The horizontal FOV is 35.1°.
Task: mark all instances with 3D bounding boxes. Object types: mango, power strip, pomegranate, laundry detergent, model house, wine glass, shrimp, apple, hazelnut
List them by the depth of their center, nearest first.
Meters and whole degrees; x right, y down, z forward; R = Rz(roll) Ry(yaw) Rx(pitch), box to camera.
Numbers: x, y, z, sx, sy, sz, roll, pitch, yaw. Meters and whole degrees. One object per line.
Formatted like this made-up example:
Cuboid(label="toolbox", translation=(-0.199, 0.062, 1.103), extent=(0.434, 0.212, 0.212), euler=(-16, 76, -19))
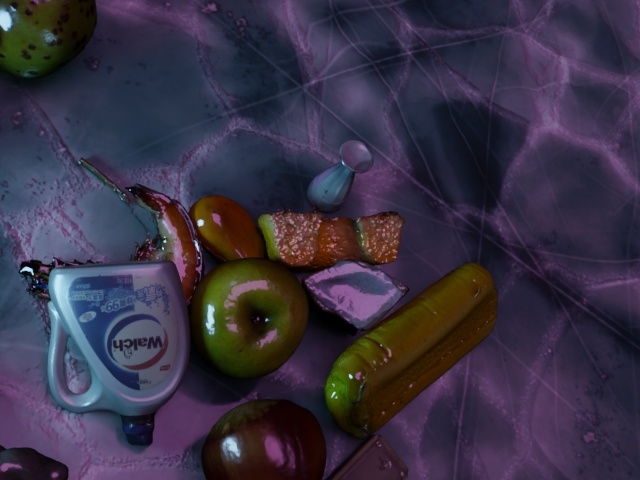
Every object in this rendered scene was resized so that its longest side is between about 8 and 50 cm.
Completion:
Cuboid(label="hazelnut", translation=(-0.079, 0.345, 1.512), extent=(0.208, 0.208, 0.208), euler=(8, 65, -18))
Cuboid(label="laundry detergent", translation=(-0.303, 0.174, 1.528), extent=(0.214, 0.105, 0.281), euler=(-3, 94, -8))
Cuboid(label="power strip", translation=(-0.010, 0.453, 1.564), extent=(0.387, 0.066, 0.092), euler=(-38, 87, -33))
Cuboid(label="apple", translation=(-0.118, 0.120, 1.599), extent=(0.196, 0.157, 0.196), euler=(1, 86, -17))
Cuboid(label="shrimp", translation=(-0.327, 0.015, 1.609), extent=(0.290, 0.054, 0.222), euler=(5, 83, -14))
Cuboid(label="pomegranate", translation=(-0.465, -0.413, 1.666), extent=(0.230, 0.231, 0.286), euler=(21, 62, -12))
Cuboid(label="model house", translation=(0.036, 0.092, 1.685), extent=(0.165, 0.152, 0.106), euler=(31, 74, -7))
Cuboid(label="mango", translation=(-0.155, -0.006, 1.698), extent=(0.159, 0.084, 0.105), euler=(56, 43, -11))
Cuboid(label="wine glass", translation=(0.035, -0.114, 1.776), extent=(0.073, 0.155, 0.073), euler=(10, 60, -18))

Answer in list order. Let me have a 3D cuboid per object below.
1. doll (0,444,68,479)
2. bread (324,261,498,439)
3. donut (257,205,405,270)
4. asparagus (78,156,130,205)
Cuboid(label="doll", translation=(-0.528, 0.295, 1.324), extent=(0.382, 0.252, 0.379), euler=(-8, 71, -31))
Cuboid(label="bread", translation=(0.152, 0.173, 1.704), extent=(0.383, 0.166, 0.112), euler=(-35, 46, -30))
Cuboid(label="donut", translation=(0.002, 0.000, 1.724), extent=(0.259, 0.152, 0.101), euler=(-3, 84, -27))
Cuboid(label="asparagus", translation=(-0.359, -0.099, 1.693), extent=(0.114, 0.014, 0.015), euler=(39, 93, -1))
